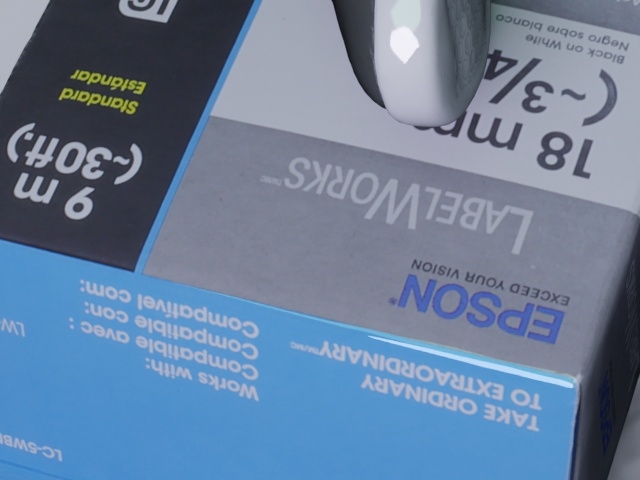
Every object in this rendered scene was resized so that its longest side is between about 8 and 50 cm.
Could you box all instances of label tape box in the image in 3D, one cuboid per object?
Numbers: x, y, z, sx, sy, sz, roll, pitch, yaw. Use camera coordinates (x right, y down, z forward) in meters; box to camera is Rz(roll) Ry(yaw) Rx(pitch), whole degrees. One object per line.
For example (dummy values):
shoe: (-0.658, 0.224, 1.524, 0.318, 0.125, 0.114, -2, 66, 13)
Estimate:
label tape box: (0.000, 0.000, 0.652, 0.240, 0.106, 0.334, 13, 62, 17)

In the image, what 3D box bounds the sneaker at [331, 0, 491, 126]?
sneaker: (-0.022, -0.143, 0.623, 0.147, 0.104, 0.296, -8, 50, 6)
